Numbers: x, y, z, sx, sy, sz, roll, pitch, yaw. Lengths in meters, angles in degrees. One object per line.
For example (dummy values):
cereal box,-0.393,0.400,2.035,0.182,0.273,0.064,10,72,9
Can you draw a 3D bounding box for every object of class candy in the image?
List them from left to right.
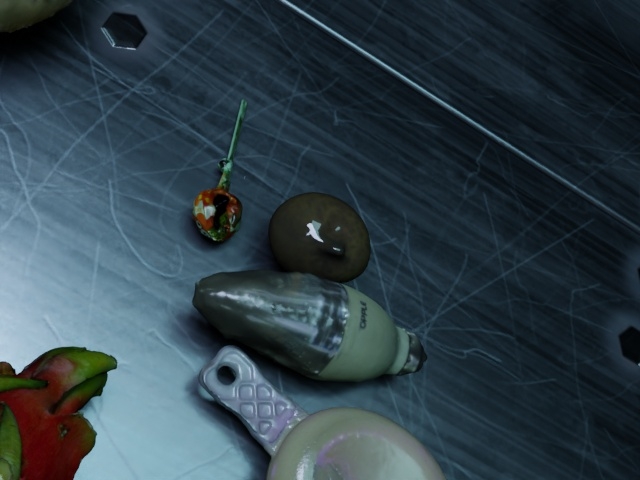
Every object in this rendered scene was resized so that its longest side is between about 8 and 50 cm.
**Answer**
candy,-0.097,-0.079,0.985,0.055,0.049,0.184,41,45,-39

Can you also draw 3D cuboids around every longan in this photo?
longan,0.000,0.000,0.950,0.113,0.113,0.092,31,93,-8

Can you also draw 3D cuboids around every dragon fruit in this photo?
dragon fruit,-0.272,0.192,0.735,0.198,0.200,0.269,40,20,4

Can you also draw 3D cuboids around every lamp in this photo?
lamp,-0.007,0.084,0.911,0.250,0.101,0.101,21,62,-27

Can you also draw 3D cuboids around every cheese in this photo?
cheese,-0.001,0.212,0.880,0.286,0.082,0.163,40,58,1

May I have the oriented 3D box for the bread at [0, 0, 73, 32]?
bread,-0.353,-0.333,0.910,0.306,0.159,0.305,10,64,-22
